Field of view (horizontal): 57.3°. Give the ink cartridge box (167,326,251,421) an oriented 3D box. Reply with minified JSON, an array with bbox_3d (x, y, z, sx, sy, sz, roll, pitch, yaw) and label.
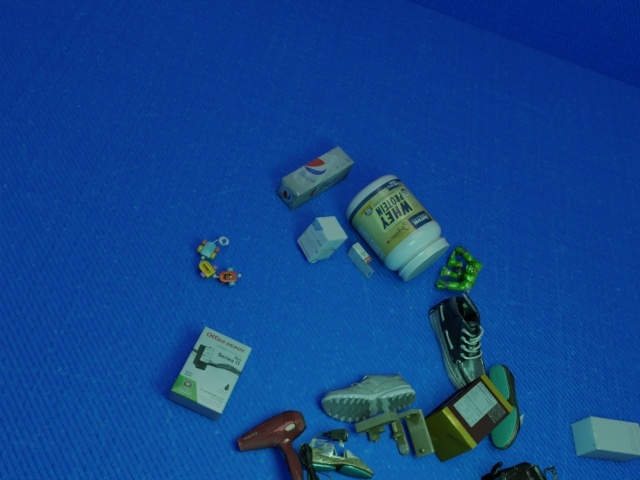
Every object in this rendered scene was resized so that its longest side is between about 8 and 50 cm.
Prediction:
[{"bbox_3d":[-0.302,0.365,1.620,0.153,0.086,0.208,25,54,-3],"label":"ink cartridge box"}]

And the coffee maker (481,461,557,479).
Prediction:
[{"bbox_3d":[0.545,0.698,1.649,0.172,0.178,0.120,8,59,-11],"label":"coffee maker"}]

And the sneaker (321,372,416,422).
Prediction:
[{"bbox_3d":[0.132,0.455,1.729,0.282,0.105,0.115,-1,30,-18],"label":"sneaker"}]

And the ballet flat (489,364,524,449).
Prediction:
[{"bbox_3d":[0.585,0.522,1.826,0.096,0.095,0.280,37,46,-31],"label":"ballet flat"}]

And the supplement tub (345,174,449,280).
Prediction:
[{"bbox_3d":[0.261,-0.041,1.984,0.228,0.228,0.316,-29,72,-31],"label":"supplement tub"}]

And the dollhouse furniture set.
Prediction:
[{"bbox_3d":[0.208,0.554,1.644,0.151,0.144,0.123,23,45,-51],"label":"dollhouse furniture set"}]

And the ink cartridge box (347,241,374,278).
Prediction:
[{"bbox_3d":[0.143,0.069,1.974,0.029,0.062,0.115,-31,74,-30],"label":"ink cartridge box"}]

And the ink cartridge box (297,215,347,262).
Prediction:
[{"bbox_3d":[0.000,0.000,1.930,0.090,0.143,0.092,-9,61,-43],"label":"ink cartridge box"}]

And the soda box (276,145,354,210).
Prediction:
[{"bbox_3d":[-0.016,-0.224,2.083,0.286,0.098,0.091,-34,75,-32],"label":"soda box"}]

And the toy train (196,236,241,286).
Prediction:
[{"bbox_3d":[-0.322,0.073,1.825,0.125,0.046,0.166,-5,64,-23],"label":"toy train"}]

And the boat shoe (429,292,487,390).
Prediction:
[{"bbox_3d":[0.461,0.332,1.861,0.127,0.158,0.340,-11,63,-25],"label":"boat shoe"}]

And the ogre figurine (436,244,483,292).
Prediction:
[{"bbox_3d":[0.495,0.109,2.058,0.118,0.096,0.197,24,37,18],"label":"ogre figurine"}]

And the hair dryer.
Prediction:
[{"bbox_3d":[-0.082,0.549,1.544,0.294,0.080,0.223,9,38,15],"label":"hair dryer"}]

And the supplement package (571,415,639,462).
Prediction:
[{"bbox_3d":[0.912,0.633,1.862,0.180,0.105,0.105,12,57,-13],"label":"supplement package"}]

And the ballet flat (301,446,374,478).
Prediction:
[{"bbox_3d":[0.050,0.602,1.607,0.207,0.073,0.067,16,47,-12],"label":"ballet flat"}]

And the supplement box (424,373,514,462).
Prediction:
[{"bbox_3d":[0.416,0.518,1.708,0.194,0.191,0.129,-29,72,-31],"label":"supplement box"}]
